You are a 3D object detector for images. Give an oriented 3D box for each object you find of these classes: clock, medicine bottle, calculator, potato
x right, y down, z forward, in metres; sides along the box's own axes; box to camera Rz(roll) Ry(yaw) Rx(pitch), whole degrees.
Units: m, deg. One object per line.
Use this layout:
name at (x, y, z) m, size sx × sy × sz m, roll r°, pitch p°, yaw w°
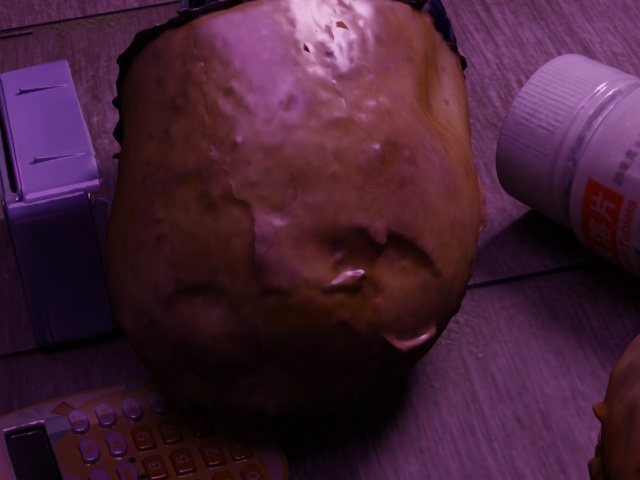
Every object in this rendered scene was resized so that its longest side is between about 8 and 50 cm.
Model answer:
clock at (-0.203, -0.031, 1.191) m, size 0.073 × 0.145 × 0.193 m, roll -13°, pitch 38°, yaw -9°
medicine bottle at (0.261, -0.039, 1.147) m, size 0.144 × 0.144 × 0.252 m, roll -31°, pitch 47°, yaw -29°
calculator at (-0.134, 0.156, 1.039) m, size 0.236 × 0.033 × 0.157 m, roll -14°, pitch 38°, yaw -14°
potato at (0.000, 0.000, 1.073) m, size 0.288 × 0.301 × 0.237 m, roll -23°, pitch 62°, yaw 5°

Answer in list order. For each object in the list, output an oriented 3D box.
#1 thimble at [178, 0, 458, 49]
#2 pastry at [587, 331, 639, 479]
thimble at (-0.009, -0.149, 1.268) m, size 0.237 × 0.237 × 0.150 m, roll -9°, pitch 34°, yaw -5°
pastry at (0.284, 0.145, 0.864) m, size 0.284 × 0.184 × 0.316 m, roll 28°, pitch 35°, yaw 7°
